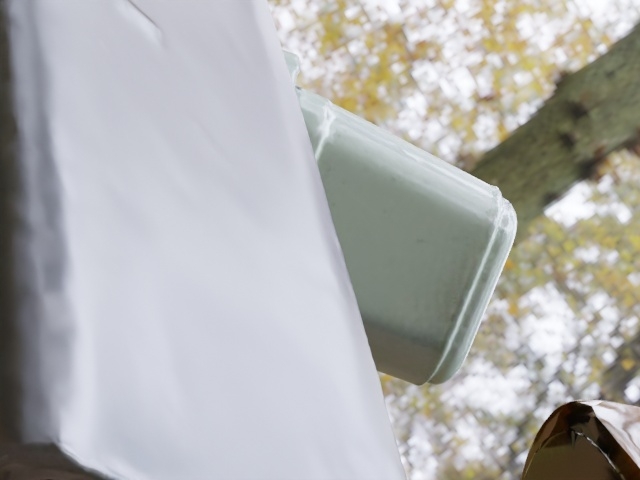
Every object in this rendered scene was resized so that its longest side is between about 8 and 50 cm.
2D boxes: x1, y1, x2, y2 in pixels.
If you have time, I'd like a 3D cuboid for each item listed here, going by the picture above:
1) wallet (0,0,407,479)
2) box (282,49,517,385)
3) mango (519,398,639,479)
[{"bbox_3d":[-0.072,-0.040,0.629,0.228,0.062,0.406,34,32,-45],"label":"wallet"},{"bbox_3d":[0.000,0.000,1.009,0.182,0.175,0.312,24,-3,-9],"label":"box"},{"bbox_3d":[0.154,0.152,0.604,0.236,0.166,0.136,-108,-139,-68],"label":"mango"}]
